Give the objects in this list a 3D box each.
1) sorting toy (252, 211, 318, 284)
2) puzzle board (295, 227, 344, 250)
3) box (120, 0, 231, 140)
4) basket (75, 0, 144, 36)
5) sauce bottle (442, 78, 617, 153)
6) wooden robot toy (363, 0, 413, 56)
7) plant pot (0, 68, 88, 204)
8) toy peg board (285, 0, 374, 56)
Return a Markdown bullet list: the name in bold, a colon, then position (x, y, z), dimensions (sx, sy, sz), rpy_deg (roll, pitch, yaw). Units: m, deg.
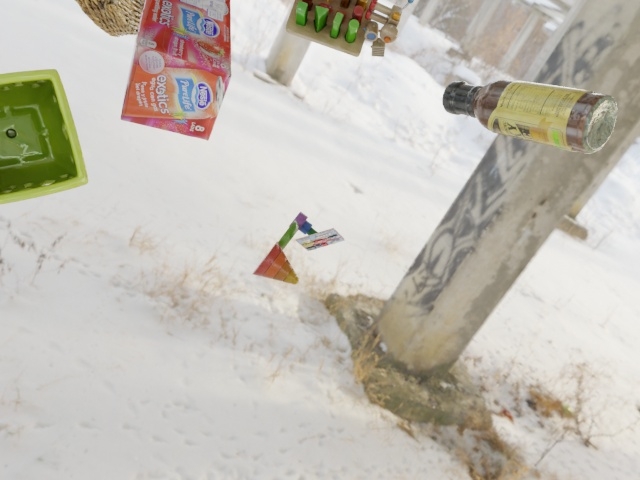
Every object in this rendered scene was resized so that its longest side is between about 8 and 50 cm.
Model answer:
- **sorting toy**: position (-0.081, 0.032, 1.816), dimensions (0.126, 0.127, 0.365), rpy_deg (38, 31, -2)
- **puzzle board**: position (0.000, 0.000, 1.798), dimensions (0.096, 0.128, 0.011), rpy_deg (42, 36, -59)
- **box**: position (-0.209, -0.280, 0.867), dimensions (0.128, 0.122, 0.257), rpy_deg (11, 43, -21)
- **basket**: position (-0.686, -0.755, 1.828), dimensions (0.223, 0.213, 0.299), rpy_deg (2, 5, 3)
- **sauce bottle**: position (0.389, -0.255, 1.139), dimensions (0.111, 0.111, 0.344), rpy_deg (11, 12, -40)
- **wooden robot toy**: position (0.122, -0.412, 1.136), dimensions (0.076, 0.173, 0.079), rpy_deg (14, 63, -10)
- **plant pot**: position (-0.604, -0.203, 1.150), dimensions (0.227, 0.228, 0.207), rpy_deg (-15, 17, -21)
- **toy peg board**: position (0.030, -0.478, 1.166), dimensions (0.161, 0.160, 0.079), rpy_deg (19, -5, -3)
